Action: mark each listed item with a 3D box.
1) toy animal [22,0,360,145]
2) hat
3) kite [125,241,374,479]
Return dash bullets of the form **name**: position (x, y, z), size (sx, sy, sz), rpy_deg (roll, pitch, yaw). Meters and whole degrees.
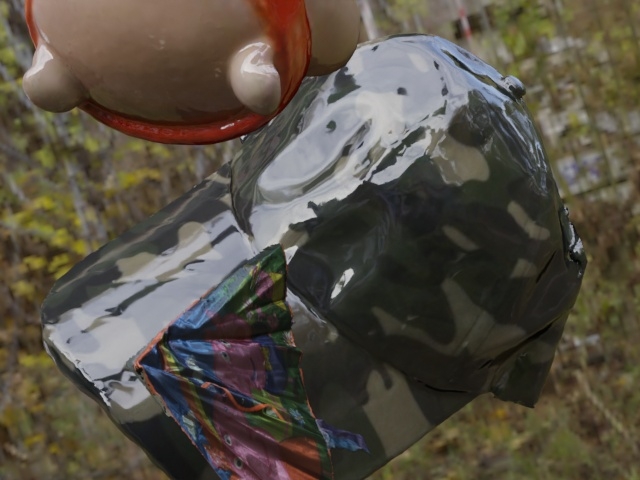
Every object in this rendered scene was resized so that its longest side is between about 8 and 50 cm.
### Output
- **toy animal**: position (-0.060, -0.146, 0.653), size (0.171, 0.198, 0.171), rpy_deg (10, -8, 1)
- **hat**: position (0.000, 0.000, 0.957), size (0.381, 0.366, 0.257), rpy_deg (-23, -33, -52)
- **kite**: position (-0.030, 0.108, 0.772), size (0.016, 0.321, 0.234), rpy_deg (-33, -37, 21)
